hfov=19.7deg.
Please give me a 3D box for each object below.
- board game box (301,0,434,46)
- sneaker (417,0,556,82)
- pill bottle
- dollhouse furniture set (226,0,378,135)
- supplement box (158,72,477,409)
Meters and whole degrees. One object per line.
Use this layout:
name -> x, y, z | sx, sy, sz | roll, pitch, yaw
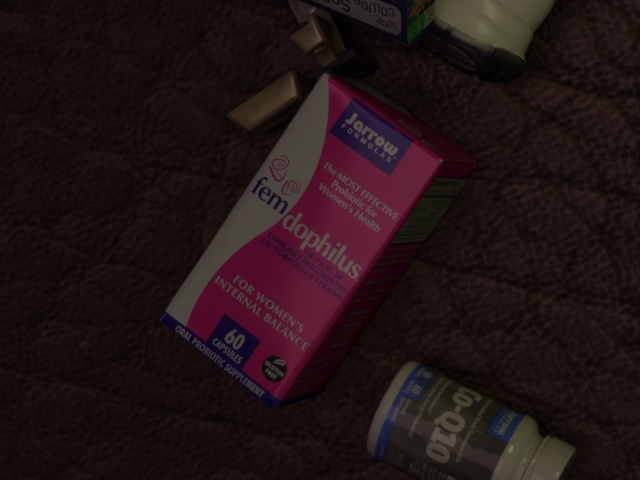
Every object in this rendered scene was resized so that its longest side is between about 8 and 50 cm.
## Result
board game box -> -0.015, -0.224, 1.235 | 0.201, 0.035, 0.136 | 26, 142, 25
sneaker -> 0.049, -0.235, 1.327 | 0.297, 0.111, 0.129 | 35, 85, 10
pill bottle -> 0.109, 0.148, 1.323 | 0.137, 0.078, 0.078 | 25, 99, 15
dollhouse furniture set -> -0.037, -0.141, 1.362 | 0.114, 0.091, 0.081 | -33, 67, 19
supplement box -> 0.000, 0.000, 1.334 | 0.111, 0.114, 0.220 | 36, 101, 14
